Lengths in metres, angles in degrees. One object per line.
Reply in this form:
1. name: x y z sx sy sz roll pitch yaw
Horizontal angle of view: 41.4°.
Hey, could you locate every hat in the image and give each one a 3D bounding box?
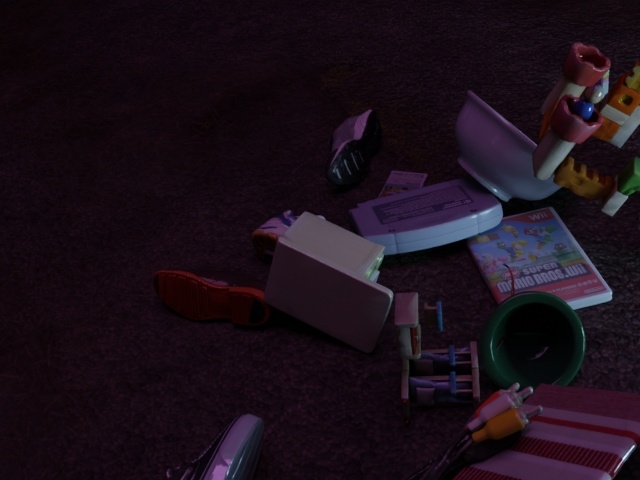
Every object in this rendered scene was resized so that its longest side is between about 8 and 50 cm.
1. hat: 0.365 0.169 1.503 0.173 0.183 0.208 29 88 4

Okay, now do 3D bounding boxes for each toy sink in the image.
1. toy sink: 0.034 0.074 1.579 0.234 0.152 0.131 25 38 13

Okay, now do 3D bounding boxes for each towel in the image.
1. towel: 0.325 0.328 1.231 0.329 0.037 0.237 -37 16 -29

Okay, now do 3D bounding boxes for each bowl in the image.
1. bowl: 0.386 -0.176 1.800 0.134 0.298 0.298 -50 38 14

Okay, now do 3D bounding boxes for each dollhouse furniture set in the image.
1. dollhouse furniture set: 0.194 0.194 1.393 0.129 0.183 0.129 -3 38 9

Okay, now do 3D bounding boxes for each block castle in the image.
1. block castle: 0.642 -0.182 1.598 0.453 0.213 0.303 27 43 0

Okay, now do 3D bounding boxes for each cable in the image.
1. cable: 0.204 0.310 1.300 0.287 0.072 0.139 -29 10 -1

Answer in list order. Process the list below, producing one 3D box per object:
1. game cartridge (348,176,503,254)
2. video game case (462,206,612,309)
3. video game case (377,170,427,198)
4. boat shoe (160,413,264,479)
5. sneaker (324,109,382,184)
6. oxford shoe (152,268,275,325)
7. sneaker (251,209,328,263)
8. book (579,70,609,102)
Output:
1. game cartridge: 0.219 -0.050 1.777 0.294 0.060 0.196 -14 23 -3
2. video game case: 0.413 0.042 1.662 0.204 0.025 0.285 -13 38 -3
3. video game case: 0.186 -0.118 1.931 0.087 0.011 0.122 8 41 22
4. boat shoe: -0.199 0.393 1.287 0.119 0.121 0.335 13 46 21
5. sneaker: 0.064 -0.215 2.030 0.108 0.100 0.271 -7 32 29
6. oxford shoe: -0.207 0.104 1.699 0.271 0.097 0.098 13 26 18
7. sneaker: 0.000 0.000 1.747 0.296 0.112 0.131 19 47 32
8. book: 0.642 -0.361 2.020 0.035 0.144 0.096 -27 41 -20
